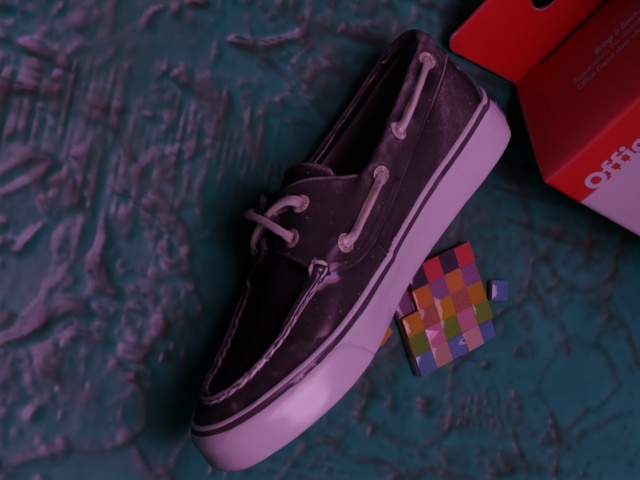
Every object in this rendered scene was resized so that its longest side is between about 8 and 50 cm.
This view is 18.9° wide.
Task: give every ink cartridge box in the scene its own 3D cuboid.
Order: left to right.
[{"bbox_3d":[0.190,-0.064,0.904,0.231,0.134,0.078,26,34,-29],"label":"ink cartridge box"}]

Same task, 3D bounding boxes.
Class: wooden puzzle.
[{"bbox_3d":[0.057,0.032,0.902,0.083,0.006,0.049,-25,103,-30],"label":"wooden puzzle"}]

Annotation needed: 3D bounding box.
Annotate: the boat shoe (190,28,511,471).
[{"bbox_3d":[0.000,0.000,0.831,0.070,0.078,0.219,48,59,-23],"label":"boat shoe"}]
